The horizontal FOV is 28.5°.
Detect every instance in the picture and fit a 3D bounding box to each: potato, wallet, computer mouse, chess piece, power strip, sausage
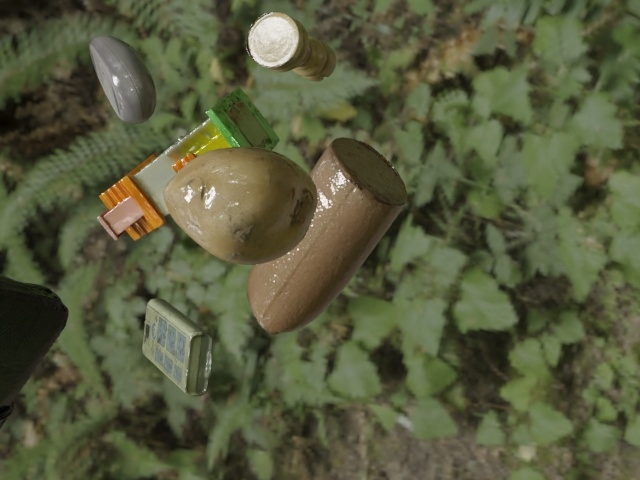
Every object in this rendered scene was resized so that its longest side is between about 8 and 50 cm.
[{"bbox_3d":[-0.069,-0.038,1.178,0.112,0.147,0.112,-5,84,54],"label":"potato"},{"bbox_3d":[-0.346,0.159,1.046,0.045,0.172,0.318,42,102,36],"label":"wallet"},{"bbox_3d":[-0.173,-0.146,1.121,0.096,0.039,0.066,55,161,40],"label":"computer mouse"},{"bbox_3d":[-0.029,-0.215,1.429,0.066,0.122,0.066,-2,86,23],"label":"chess piece"},{"bbox_3d":[-0.214,0.147,1.819,0.268,0.034,0.092,-156,71,-64],"label":"power strip"},{"bbox_3d":[0.000,0.000,1.614,0.253,0.123,0.123,-54,38,29],"label":"sausage"}]

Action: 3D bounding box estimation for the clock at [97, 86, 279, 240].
[{"bbox_3d":[-0.204,-0.100,1.887,0.255,0.106,0.220,-36,8,15],"label":"clock"}]
